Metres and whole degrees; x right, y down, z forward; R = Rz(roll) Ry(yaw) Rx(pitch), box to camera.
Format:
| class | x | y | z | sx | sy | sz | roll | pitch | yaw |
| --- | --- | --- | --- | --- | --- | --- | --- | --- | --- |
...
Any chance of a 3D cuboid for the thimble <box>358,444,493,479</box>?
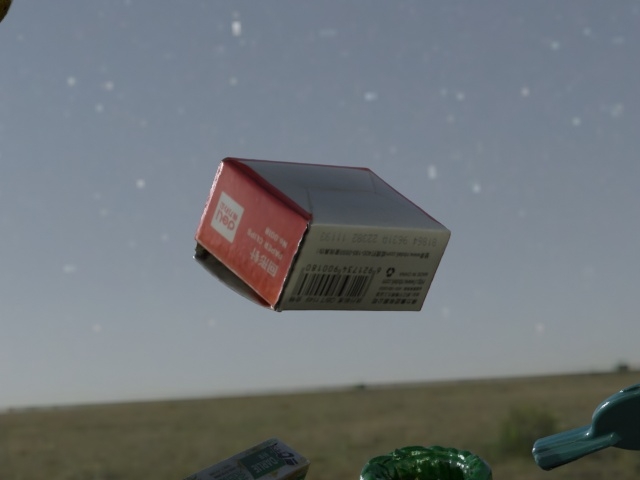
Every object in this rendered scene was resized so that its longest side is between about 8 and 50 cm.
| class | x | y | z | sx | sy | sz | roll | pitch | yaw |
| --- | --- | --- | --- | --- | --- | --- | --- | --- | --- |
| thimble | 0.100 | 0.244 | 1.612 | 0.118 | 0.090 | 0.130 | -12 | 14 | -15 |

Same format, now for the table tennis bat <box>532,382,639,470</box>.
| class | x | y | z | sx | sy | sz | roll | pitch | yaw |
| --- | --- | --- | --- | --- | --- | --- | --- | --- | --- |
| table tennis bat | 0.301 | 0.186 | 1.758 | 0.201 | 0.033 | 0.124 | -24 | -40 | 28 |

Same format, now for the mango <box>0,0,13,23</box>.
| class | x | y | z | sx | sy | sz | roll | pitch | yaw |
| --- | --- | --- | --- | --- | --- | --- | --- | --- | --- |
| mango | -0.367 | -0.307 | 1.682 | 0.167 | 0.262 | 0.130 | 10 | 39 | 43 |

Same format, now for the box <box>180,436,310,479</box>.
| class | x | y | z | sx | sy | sz | roll | pitch | yaw |
| --- | --- | --- | --- | --- | --- | --- | --- | --- | --- |
| box | -0.085 | 0.239 | 1.687 | 0.050 | 0.041 | 0.207 | 32 | 25 | 24 |

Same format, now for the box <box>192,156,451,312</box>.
| class | x | y | z | sx | sy | sz | roll | pitch | yaw |
| --- | --- | --- | --- | --- | --- | --- | --- | --- | --- |
| box | 0.000 | 0.000 | 1.528 | 0.182 | 0.099 | 0.133 | 1 | 26 | -44 |
